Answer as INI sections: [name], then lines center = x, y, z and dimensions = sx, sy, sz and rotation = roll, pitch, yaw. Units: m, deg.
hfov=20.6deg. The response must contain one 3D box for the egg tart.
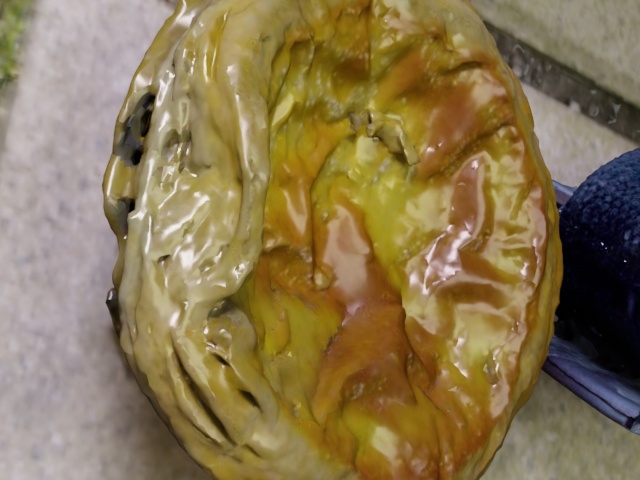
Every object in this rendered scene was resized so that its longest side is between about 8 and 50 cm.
[egg tart]
center = 0.000, 0.000, 0.694
dimensions = 0.241, 0.106, 0.241
rotation = 3, 85, -46

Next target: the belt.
[belt]
center = 0.191, 0.017, 0.866
dimensions = 0.218, 0.128, 0.122
rotation = 8, 113, -44
